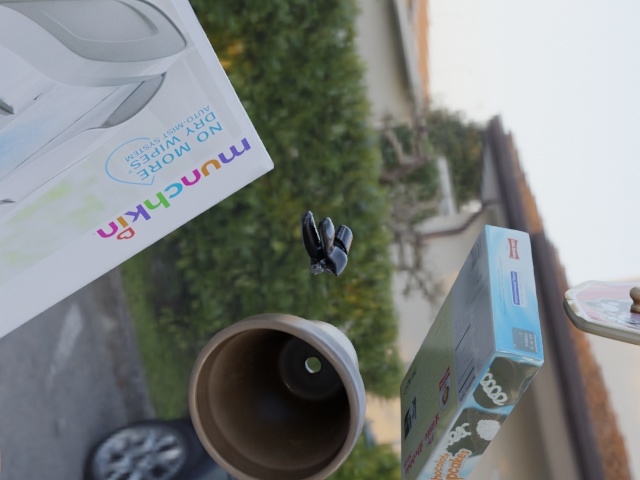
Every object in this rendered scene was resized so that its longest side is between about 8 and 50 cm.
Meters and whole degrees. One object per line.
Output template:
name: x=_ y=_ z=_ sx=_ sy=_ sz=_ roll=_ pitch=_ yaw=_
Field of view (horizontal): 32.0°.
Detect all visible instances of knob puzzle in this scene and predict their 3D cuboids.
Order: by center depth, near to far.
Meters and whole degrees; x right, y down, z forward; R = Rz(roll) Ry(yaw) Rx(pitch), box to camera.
knob puzzle: x=0.278 y=0.052 z=0.874 sx=0.213 sy=0.213 sz=0.030 roll=-96 pitch=-168 yaw=-77

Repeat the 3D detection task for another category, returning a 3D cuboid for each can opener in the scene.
can opener: x=0.000 y=0.000 z=1.495 sx=0.186 sy=0.059 sz=0.073 roll=55 pitch=46 yaw=-70

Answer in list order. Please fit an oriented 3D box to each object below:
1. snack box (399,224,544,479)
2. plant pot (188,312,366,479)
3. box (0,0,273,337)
snack box: x=0.166 y=0.159 z=1.304 sx=0.322 sy=0.060 sz=0.187 roll=111 pitch=-12 yaw=-44
plant pot: x=-0.043 y=0.221 z=1.716 sx=0.229 sy=0.263 sz=0.263 roll=-35 pitch=117 yaw=-71
box: x=-0.186 y=-0.062 z=0.503 sx=0.127 sy=0.262 sz=0.231 roll=56 pitch=-5 yaw=30
